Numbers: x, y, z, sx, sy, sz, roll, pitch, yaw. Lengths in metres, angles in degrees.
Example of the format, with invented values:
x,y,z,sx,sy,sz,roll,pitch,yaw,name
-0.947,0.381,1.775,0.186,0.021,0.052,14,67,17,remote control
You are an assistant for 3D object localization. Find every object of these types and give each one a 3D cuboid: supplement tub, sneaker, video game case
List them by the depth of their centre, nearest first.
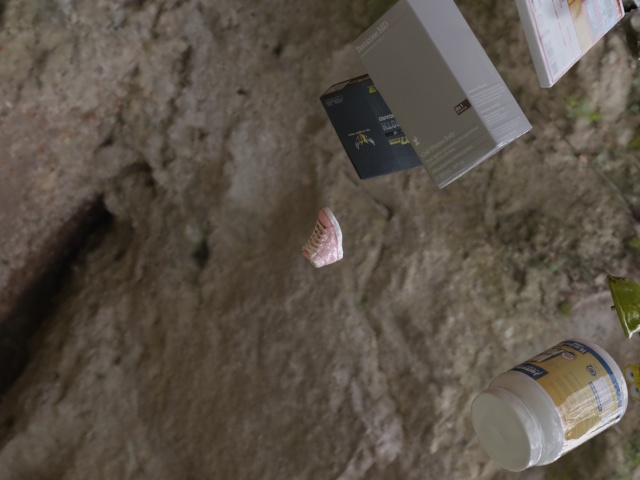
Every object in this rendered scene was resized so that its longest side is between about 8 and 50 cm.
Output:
x,y,z,sx,sy,sz,roll,pitch,yaw,name
0.336,0.242,1.376,0.200,0.144,0.144,-21,172,-29,supplement tub
0.442,-0.427,1.649,0.025,0.204,0.285,7,-140,46,video game case
0.000,0.000,1.730,0.070,0.051,0.134,-24,139,-14,sneaker

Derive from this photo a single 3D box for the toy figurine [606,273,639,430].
x,y,z,sx,sy,sz,roll,pitch,yaw,name
0.690,0.212,1.727,0.217,0.362,0.191,-22,161,31,toy figurine

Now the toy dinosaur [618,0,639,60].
x,y,z,sx,sy,sz,roll,pitch,yaw,name
0.604,-0.529,1.951,0.121,0.313,0.160,-42,-163,-10,toy dinosaur

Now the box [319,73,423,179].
x,y,z,sx,sy,sz,roll,pitch,yaw,name
0.135,-0.218,1.681,0.233,0.183,0.059,-10,-152,39,box

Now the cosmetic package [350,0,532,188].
x,y,z,sx,sy,sz,roll,pitch,yaw,name
0.162,-0.210,1.265,0.107,0.238,0.127,-32,176,-43,cosmetic package
